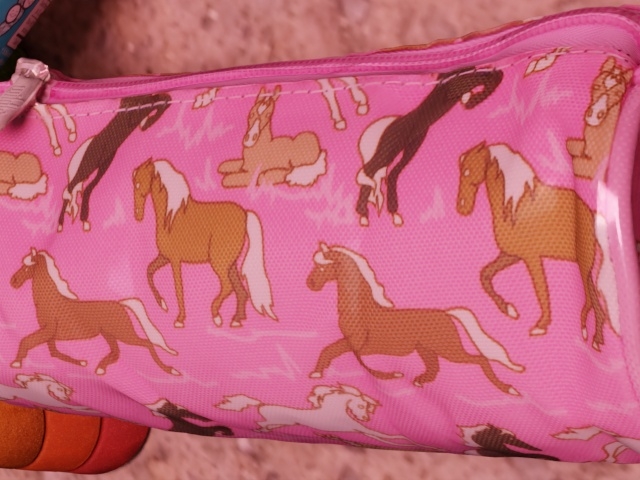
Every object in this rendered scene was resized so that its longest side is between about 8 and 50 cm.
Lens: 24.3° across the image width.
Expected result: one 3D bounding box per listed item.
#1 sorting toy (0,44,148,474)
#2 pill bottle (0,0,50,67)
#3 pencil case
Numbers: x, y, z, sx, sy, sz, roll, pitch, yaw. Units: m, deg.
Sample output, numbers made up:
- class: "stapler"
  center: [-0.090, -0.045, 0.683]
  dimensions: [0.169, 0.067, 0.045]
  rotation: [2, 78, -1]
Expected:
- class: "sorting toy"
  center: [-0.218, -0.027, 0.793]
  dimensions: [0.127, 0.126, 0.366]
  rotation: [-19, 92, 41]
- class: "pill bottle"
  center: [-0.196, -0.136, 0.677]
  dimensions: [0.146, 0.146, 0.264]
  rotation: [36, 89, 25]
- class: "pencil case"
  center: [0.000, 0.000, 0.610]
  dimensions: [0.386, 0.167, 0.160]
  rotation: [0, 66, 38]
